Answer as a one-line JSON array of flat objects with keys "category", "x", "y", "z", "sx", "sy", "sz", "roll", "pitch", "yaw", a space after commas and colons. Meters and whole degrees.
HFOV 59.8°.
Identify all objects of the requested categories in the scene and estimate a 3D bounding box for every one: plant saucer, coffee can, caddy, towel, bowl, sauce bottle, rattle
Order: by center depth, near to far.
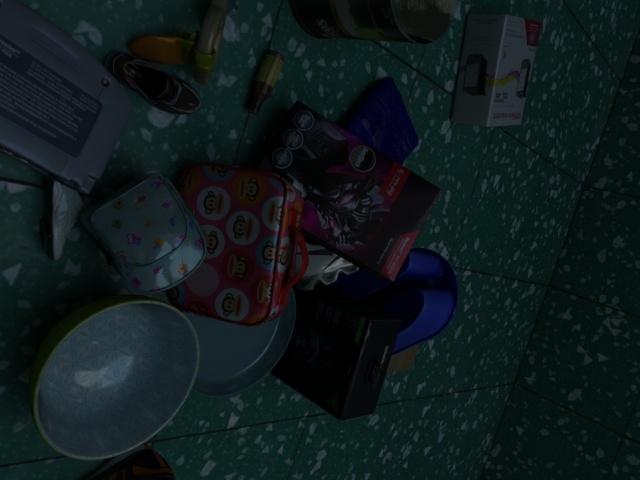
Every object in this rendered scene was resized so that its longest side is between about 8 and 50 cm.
[{"category": "bowl", "x": -0.375, "y": 0.210, "z": 0.971, "sx": 0.290, "sy": 0.156, "sz": 0.289, "roll": -22, "pitch": 122, "yaw": -40}, {"category": "rattle", "x": -0.224, "y": -0.386, "z": 0.973, "sx": 0.130, "sy": 0.143, "sz": 0.199, "roll": 66, "pitch": 35, "yaw": -77}, {"category": "coffee can", "x": 0.101, "y": -0.495, "z": 1.085, "sx": 0.202, "sy": 0.276, "sz": 0.201, "roll": -21, "pitch": 120, "yaw": -40}, {"category": "sauce bottle", "x": -0.113, "y": -0.315, "z": 1.114, "sx": 0.042, "sy": 0.042, "sz": 0.128, "roll": 25, "pitch": 89, "yaw": -49}, {"category": "plant saucer", "x": -0.189, "y": 0.193, "z": 1.238, "sx": 0.318, "sy": 0.044, "sz": 0.317, "roll": -17, "pitch": 117, "yaw": -37}, {"category": "towel", "x": 0.131, "y": -0.221, "z": 1.364, "sx": 0.308, "sy": 0.076, "sz": 0.227, "roll": -55, "pitch": 139, "yaw": -24}, {"category": "caddy", "x": 0.187, "y": 0.155, "z": 1.429, "sx": 0.179, "sy": 0.341, "sz": 0.241, "roll": 15, "pitch": 52, "yaw": -46}]

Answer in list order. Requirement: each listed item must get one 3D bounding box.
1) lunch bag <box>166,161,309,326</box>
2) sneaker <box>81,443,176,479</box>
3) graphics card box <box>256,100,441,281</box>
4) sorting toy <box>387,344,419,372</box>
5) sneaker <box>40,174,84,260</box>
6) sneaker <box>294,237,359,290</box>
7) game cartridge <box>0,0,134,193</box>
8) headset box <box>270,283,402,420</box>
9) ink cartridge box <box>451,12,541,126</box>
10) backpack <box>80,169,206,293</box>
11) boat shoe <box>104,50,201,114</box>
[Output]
[{"category": "lunch bag", "x": -0.143, "y": 0.008, "z": 1.035, "sx": 0.120, "sy": 0.259, "sz": 0.292, "roll": -1, "pitch": 102, "yaw": -73}, {"category": "sneaker", "x": -0.416, "y": 0.535, "z": 1.049, "sx": 0.321, "sy": 0.180, "sz": 0.124, "roll": -38, "pitch": 131, "yaw": -30}, {"category": "graphics card box", "x": 0.046, "y": -0.098, "z": 1.182, "sx": 0.371, "sy": 0.094, "sz": 0.232, "roll": 31, "pitch": 83, "yaw": -8}, {"category": "sorting toy", "x": 0.207, "y": 0.257, "z": 1.664, "sx": 0.256, "sy": 0.089, "sz": 0.256, "roll": 10, "pitch": 99, "yaw": -49}, {"category": "sneaker", "x": -0.414, "y": -0.041, "z": 0.901, "sx": 0.061, "sy": 0.054, "sz": 0.152, "roll": -3, "pitch": 108, "yaw": -49}, {"category": "sneaker", "x": 0.080, "y": -0.012, "z": 1.289, "sx": 0.331, "sy": 0.122, "sz": 0.146, "roll": -23, "pitch": 110, "yaw": -23}, {"category": "game cartridge", "x": -0.419, "y": -0.218, "z": 0.792, "sx": 0.294, "sy": 0.060, "sz": 0.195, "roll": 36, "pitch": 72, "yaw": -46}, {"category": "headset box", "x": 0.034, "y": 0.258, "z": 1.333, "sx": 0.131, "sy": 0.283, "sz": 0.246, "roll": 8, "pitch": 101, "yaw": -48}, {"category": "ink cartridge box", "x": 0.518, "y": -0.497, "z": 1.642, "sx": 0.226, "sy": 0.131, "sz": 0.305, "roll": -14, "pitch": 115, "yaw": -43}, {"category": "backpack", "x": -0.282, "y": -0.006, "z": 0.930, "sx": 0.166, "sy": 0.144, "sz": 0.188, "roll": -36, "pitch": 100, "yaw": -17}, {"category": "boat shoe", "x": -0.272, "y": -0.256, "z": 0.945, "sx": 0.183, "sy": 0.066, "sz": 0.066, "roll": 16, "pitch": 102, "yaw": -47}]
